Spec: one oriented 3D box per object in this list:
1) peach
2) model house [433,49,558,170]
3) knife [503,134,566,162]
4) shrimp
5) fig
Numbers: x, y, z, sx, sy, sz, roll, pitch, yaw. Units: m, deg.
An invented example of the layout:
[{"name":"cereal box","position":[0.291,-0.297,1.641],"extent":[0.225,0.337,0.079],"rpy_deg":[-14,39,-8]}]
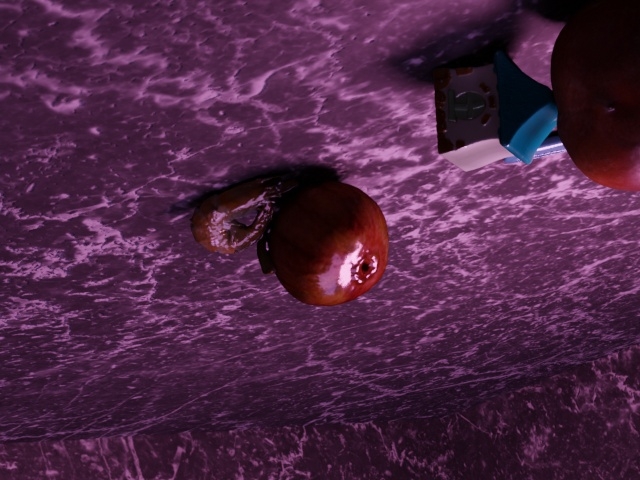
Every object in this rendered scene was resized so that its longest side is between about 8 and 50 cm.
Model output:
[{"name":"peach","position":[0.388,-0.183,1.289],"extent":[0.252,0.252,0.252],"rpy_deg":[-13,161,-5]},{"name":"model house","position":[0.229,-0.165,1.387],"extent":[0.148,0.127,0.100],"rpy_deg":[-9,166,25]},{"name":"knife","position":[0.397,-0.152,1.732],"extent":[0.221,0.031,0.064],"rpy_deg":[-12,165,-8]},{"name":"shrimp","position":[-0.108,-0.040,1.597],"extent":[0.180,0.099,0.041],"rpy_deg":[-29,-161,13]},{"name":"fig","position":[0.001,-0.001,1.647],"extent":[0.205,0.205,0.205],"rpy_deg":[-13,161,-5]}]
